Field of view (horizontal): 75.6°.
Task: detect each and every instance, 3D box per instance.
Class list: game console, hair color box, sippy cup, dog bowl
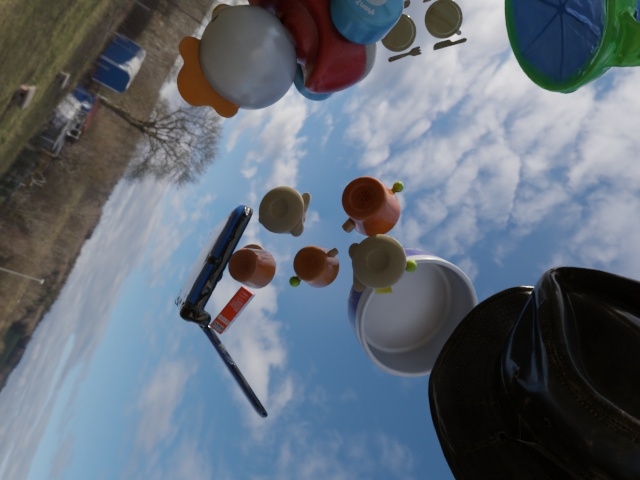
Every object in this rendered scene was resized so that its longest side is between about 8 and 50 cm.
[{"bbox_3d":[-0.138,0.103,0.680,0.250,0.174,0.293,-65,-163,-13],"label":"game console"},{"bbox_3d":[-0.296,0.235,1.400,0.167,0.053,0.093,-53,178,-8],"label":"hair color box"},{"bbox_3d":[0.431,-0.365,0.594,0.240,0.224,0.305,88,-19,-85],"label":"sippy cup"},{"bbox_3d":[0.196,0.152,0.894,0.264,0.265,0.104,-61,-163,6],"label":"dog bowl"}]

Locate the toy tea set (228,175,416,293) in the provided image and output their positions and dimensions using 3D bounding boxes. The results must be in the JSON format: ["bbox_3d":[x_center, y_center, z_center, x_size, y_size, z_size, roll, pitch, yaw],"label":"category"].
[{"bbox_3d":[0.000,0.000,0.733,0.337,0.124,0.199,-4,-102,19],"label":"toy tea set"}]

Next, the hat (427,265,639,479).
[{"bbox_3d":[0.240,0.109,0.349,0.332,0.133,0.331,-14,-148,9],"label":"hat"}]

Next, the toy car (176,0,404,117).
[{"bbox_3d":[-0.071,-0.247,0.488,0.238,0.210,0.219,-33,-171,-16],"label":"toy car"}]

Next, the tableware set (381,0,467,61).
[{"bbox_3d":[0.235,-0.504,0.976,0.039,0.195,0.128,-66,142,-81],"label":"tableware set"}]
